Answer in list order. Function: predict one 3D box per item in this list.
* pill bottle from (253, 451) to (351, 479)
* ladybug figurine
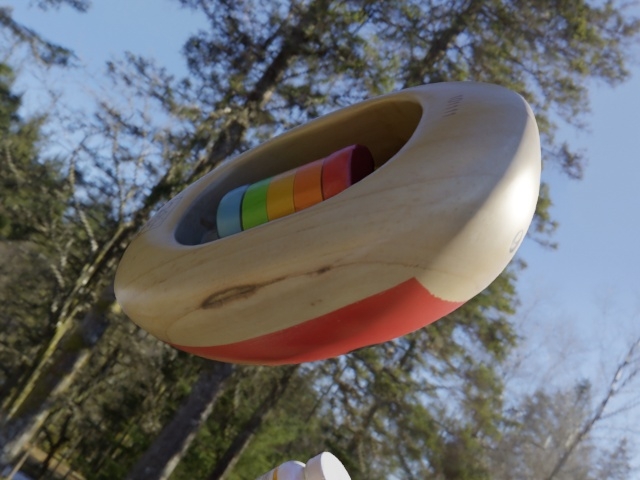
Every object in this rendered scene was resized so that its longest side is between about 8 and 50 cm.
[{"bbox_3d":[-0.058,0.398,1.128,0.117,0.208,0.117,51,15,-19],"label":"pill bottle"},{"bbox_3d":[0.000,0.000,0.729,0.450,0.305,0.161,-16,-61,31],"label":"ladybug figurine"}]
